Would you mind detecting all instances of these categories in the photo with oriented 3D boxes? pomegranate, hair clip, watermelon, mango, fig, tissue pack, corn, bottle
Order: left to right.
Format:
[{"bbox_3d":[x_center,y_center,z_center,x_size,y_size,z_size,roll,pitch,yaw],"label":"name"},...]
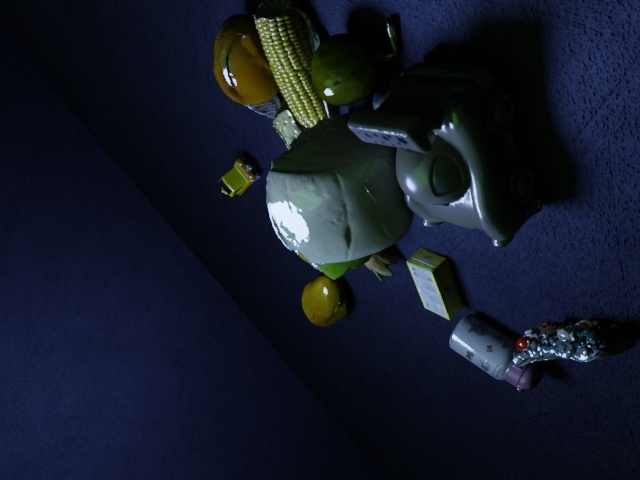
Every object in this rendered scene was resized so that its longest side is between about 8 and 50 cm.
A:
[{"bbox_3d":[-0.175,-0.424,1.615,0.136,0.166,0.236,28,152,32],"label":"mango"},{"bbox_3d":[-0.166,-0.377,1.785,0.180,0.094,0.081,27,151,10],"label":"watermelon"},{"bbox_3d":[-0.050,-0.392,1.511,0.123,0.122,0.305,-108,-5,-57],"label":"corn"},{"bbox_3d":[0.017,0.201,2.347,0.167,0.130,0.262,50,153,9],"label":"mango"},{"bbox_3d":[0.078,0.001,1.822,0.301,0.236,0.236,21,170,-27],"label":"pomegranate"},{"bbox_3d":[0.074,-0.350,1.354,0.142,0.186,0.148,-61,-40,-69],"label":"fig"},{"bbox_3d":[0.297,0.112,1.759,0.095,0.062,0.176,24,149,49],"label":"tissue pack"},{"bbox_3d":[0.446,0.286,1.710,0.233,0.110,0.110,33,153,33],"label":"bottle"},{"bbox_3d":[0.519,0.211,1.452,0.321,0.138,0.091,140,118,-69],"label":"hair clip"}]

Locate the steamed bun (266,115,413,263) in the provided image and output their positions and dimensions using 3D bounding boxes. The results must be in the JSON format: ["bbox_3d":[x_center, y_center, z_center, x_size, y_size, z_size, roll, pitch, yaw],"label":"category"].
[{"bbox_3d":[0.035,-0.086,1.439,0.273,0.272,0.290,15,145,49],"label":"steamed bun"}]

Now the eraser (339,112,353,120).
[{"bbox_3d":[0.120,-0.160,1.609,0.124,0.081,0.279,21,146,47],"label":"eraser"}]

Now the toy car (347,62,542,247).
[{"bbox_3d":[0.228,-0.136,1.254,0.242,0.226,0.336,20,144,49],"label":"toy car"}]

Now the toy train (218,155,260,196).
[{"bbox_3d":[-0.274,-0.198,2.221,0.089,0.127,0.219,51,157,-5],"label":"toy train"}]

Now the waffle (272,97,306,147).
[{"bbox_3d":[-0.029,-0.226,1.696,0.274,0.057,0.168,58,-163,-24],"label":"waffle"}]
